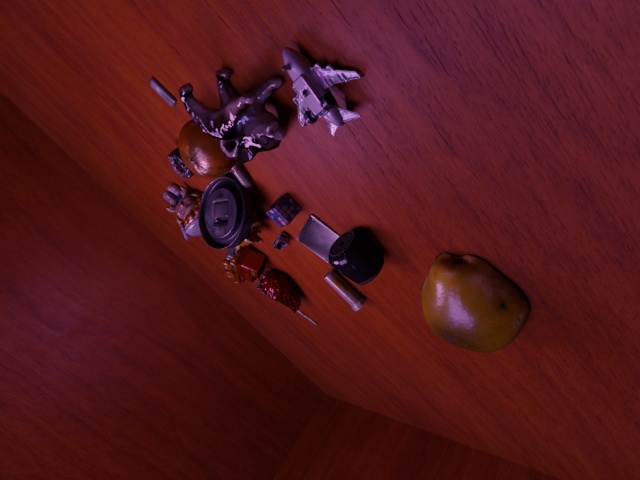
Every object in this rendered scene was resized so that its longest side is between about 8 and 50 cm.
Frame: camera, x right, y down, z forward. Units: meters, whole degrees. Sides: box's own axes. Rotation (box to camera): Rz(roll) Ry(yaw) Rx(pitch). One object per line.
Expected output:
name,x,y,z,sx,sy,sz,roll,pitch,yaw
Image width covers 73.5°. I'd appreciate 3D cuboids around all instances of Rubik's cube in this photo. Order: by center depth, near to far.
Rubik's cube,-0.149,-0.121,1.729,0.092,0.092,0.092,46,154,-15

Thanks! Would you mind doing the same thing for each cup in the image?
cup,0.129,0.055,1.611,0.176,0.169,0.223,41,-175,-21

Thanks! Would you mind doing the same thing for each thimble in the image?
thimble,-0.617,-0.357,1.955,0.118,0.090,0.135,12,142,38

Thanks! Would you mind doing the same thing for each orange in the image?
orange,-0.425,-0.335,1.597,0.240,0.171,0.240,23,145,17

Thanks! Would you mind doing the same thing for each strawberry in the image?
strawberry,-0.222,0.269,2.399,0.280,0.150,0.253,32,174,9

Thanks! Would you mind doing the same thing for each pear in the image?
pear,0.474,0.238,1.399,0.340,0.191,0.386,1,136,51

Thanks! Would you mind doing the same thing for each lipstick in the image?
lipstick,-0.328,-0.267,1.770,0.063,0.057,0.186,9,144,44

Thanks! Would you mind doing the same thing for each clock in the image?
clock,-0.416,-0.119,1.874,0.318,0.319,0.066,16,-172,38

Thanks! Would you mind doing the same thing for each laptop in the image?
laptop,0.000,0.000,1.821,0.187,0.015,0.269,37,153,0

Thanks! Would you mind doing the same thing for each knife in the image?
knife,-0.097,0.480,2.715,0.207,0.014,0.030,35,153,11

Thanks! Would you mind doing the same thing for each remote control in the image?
remote control,-0.617,-0.579,1.680,0.124,0.018,0.053,44,155,-10

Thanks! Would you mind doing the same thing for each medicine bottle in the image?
medicine bottle,0.109,0.228,1.987,0.218,0.074,0.074,44,153,-8

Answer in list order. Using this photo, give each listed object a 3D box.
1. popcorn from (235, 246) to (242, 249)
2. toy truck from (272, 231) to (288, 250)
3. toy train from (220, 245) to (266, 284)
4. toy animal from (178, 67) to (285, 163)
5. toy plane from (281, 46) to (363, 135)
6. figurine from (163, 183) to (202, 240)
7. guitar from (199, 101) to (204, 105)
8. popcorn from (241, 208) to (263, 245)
popcorn,-0.457,-0.029,2.212,0.180,0.170,0.180,169,90,-75
toy truck,-0.188,0.002,2.014,0.052,0.063,0.123,21,157,-14
toy train,-0.426,0.133,2.417,0.231,0.163,0.369,23,154,5
toy animal,-0.237,-0.364,1.358,0.344,0.194,0.303,24,145,33
toy plane,-0.015,-0.392,1.119,0.255,0.101,0.251,47,141,-16
figurine,-0.680,-0.184,2.278,0.382,0.224,0.205,52,-174,31
guitar,-0.424,-0.431,1.662,0.088,0.025,0.233,8,141,45
popcorn,-0.375,-0.076,2.011,0.253,0.190,0.191,-2,166,36
